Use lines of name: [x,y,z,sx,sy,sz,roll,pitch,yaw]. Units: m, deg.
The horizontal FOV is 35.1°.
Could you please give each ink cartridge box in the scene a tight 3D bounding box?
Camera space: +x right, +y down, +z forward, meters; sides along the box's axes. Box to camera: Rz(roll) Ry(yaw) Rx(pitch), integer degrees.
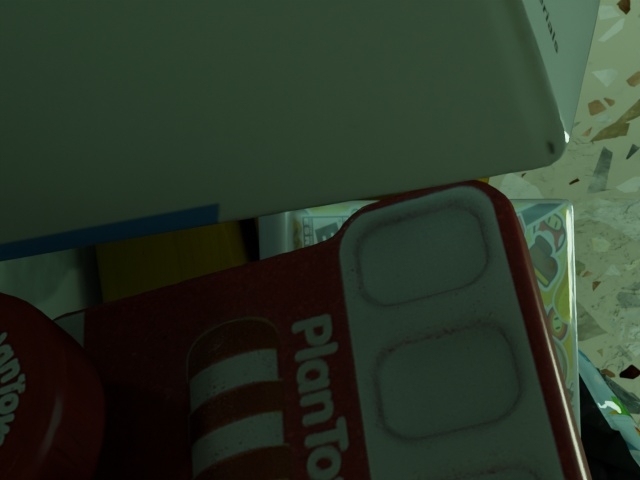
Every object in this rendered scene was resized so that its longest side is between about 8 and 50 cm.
ink cartridge box: [-0.014,-0.185,0.495,0.166,0.285,0.395,63,32,-29]

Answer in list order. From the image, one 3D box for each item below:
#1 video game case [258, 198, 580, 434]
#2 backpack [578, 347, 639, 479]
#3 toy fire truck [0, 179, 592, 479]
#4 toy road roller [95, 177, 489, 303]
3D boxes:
video game case: [0.064,0.091,0.556,0.206,0.026,0.227,-2,90,-33]
backpack: [0.088,0.149,0.804,0.355,0.290,0.273,59,8,25]
toy fire truck: [-0.023,0.130,0.336,0.169,0.254,0.302,57,19,-50]
toy road roller: [0.000,0.000,0.646,0.202,0.240,0.330,48,27,-62]
